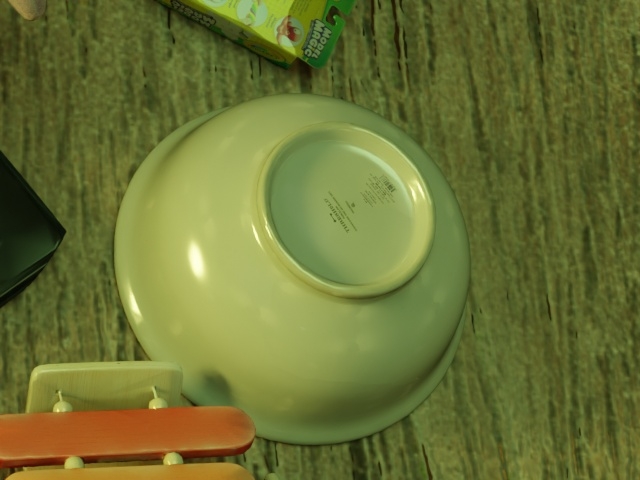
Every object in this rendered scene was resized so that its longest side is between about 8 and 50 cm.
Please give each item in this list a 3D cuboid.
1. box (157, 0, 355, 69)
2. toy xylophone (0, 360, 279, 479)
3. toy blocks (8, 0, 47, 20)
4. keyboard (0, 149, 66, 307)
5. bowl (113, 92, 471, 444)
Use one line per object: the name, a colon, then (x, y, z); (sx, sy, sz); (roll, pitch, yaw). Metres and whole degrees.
box: (-0.060, -0.220, 1.544); (0.179, 0.043, 0.105); (27, 73, -6)
toy xylophone: (-0.099, 0.218, 1.282); (0.236, 0.081, 0.323); (-6, 47, -27)
toy blocks: (-0.343, -0.201, 1.318); (0.288, 0.309, 0.260); (-21, 112, -12)
keyboard: (-0.355, -0.060, 1.378); (0.201, 0.033, 0.317); (-37, 84, -31)
bowl: (0.000, 0.000, 1.430); (0.298, 0.134, 0.298); (8, 66, -18)
